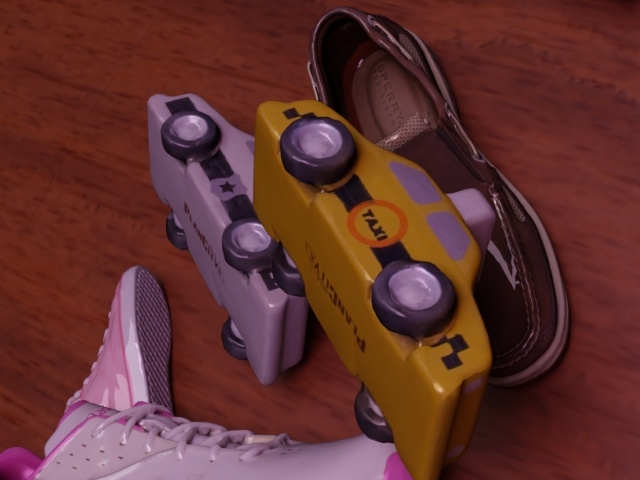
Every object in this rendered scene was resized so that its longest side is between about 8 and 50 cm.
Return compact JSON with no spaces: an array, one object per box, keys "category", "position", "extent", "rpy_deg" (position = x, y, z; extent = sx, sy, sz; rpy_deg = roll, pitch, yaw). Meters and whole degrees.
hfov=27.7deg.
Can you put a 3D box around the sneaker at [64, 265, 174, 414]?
[{"category":"sneaker","position":[-0.135,0.085,0.841],"extent":[0.070,0.051,0.134],"rpy_deg":[-16,67,20]}]

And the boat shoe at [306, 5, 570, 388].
[{"category":"boat shoe","position":[0.053,-0.032,0.746],"extent":[0.095,0.095,0.257],"rpy_deg":[-36,56,14]}]

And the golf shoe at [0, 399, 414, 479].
[{"category":"golf shoe","position":[-0.086,0.143,0.732],"extent":[0.306,0.115,0.140],"rpy_deg":[-23,80,21]}]

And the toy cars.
[{"category":"toy cars","position":[0.000,0.000,0.709],"extent":[0.394,0.087,0.176],"rpy_deg":[17,123,67]}]
